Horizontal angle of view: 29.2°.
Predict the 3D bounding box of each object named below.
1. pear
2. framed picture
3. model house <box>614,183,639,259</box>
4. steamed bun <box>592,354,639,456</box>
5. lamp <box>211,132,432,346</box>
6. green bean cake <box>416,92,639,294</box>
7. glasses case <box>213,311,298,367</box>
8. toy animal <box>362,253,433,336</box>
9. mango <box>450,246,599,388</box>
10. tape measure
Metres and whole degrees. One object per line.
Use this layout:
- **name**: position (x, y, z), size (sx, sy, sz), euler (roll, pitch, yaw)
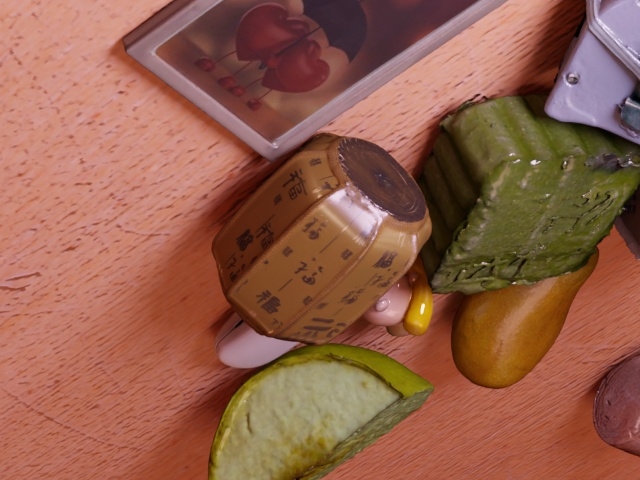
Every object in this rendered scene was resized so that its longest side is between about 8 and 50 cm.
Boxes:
- **pear**: position (0.006, 0.204, 1.442), size (0.288, 0.139, 0.239), euler (-40, 157, 18)
- **framed picture**: position (0.016, -0.188, 0.994), size (0.290, 0.020, 0.211), euler (-33, 145, 16)
- **model house**: position (0.381, -0.017, 1.273), size (0.181, 0.176, 0.248), euler (-1, -177, -12)
- **steamed bun**: position (0.466, 0.220, 1.743), size (0.145, 0.106, 0.175), euler (23, 113, -40)
- **lamp**: position (0.000, 0.000, 1.129), size (0.161, 0.161, 0.185), euler (17, 131, -43)
- **green bean cake**: position (0.199, -0.046, 1.209), size (0.200, 0.113, 0.214), euler (-6, 144, -24)
- **glasses case**: position (-0.034, 0.072, 1.298), size (0.076, 0.049, 0.197), euler (18, 130, -44)
- **toy animal**: position (0.074, 0.057, 1.328), size (0.082, 0.091, 0.114), euler (4, 172, -7)
- **mango**: position (0.230, 0.077, 1.414), size (0.136, 0.099, 0.227), euler (12, 126, -33)
- **tape measure**: position (0.304, -0.161, 1.062), size (0.182, 0.107, 0.181), euler (20, 139, 10)
